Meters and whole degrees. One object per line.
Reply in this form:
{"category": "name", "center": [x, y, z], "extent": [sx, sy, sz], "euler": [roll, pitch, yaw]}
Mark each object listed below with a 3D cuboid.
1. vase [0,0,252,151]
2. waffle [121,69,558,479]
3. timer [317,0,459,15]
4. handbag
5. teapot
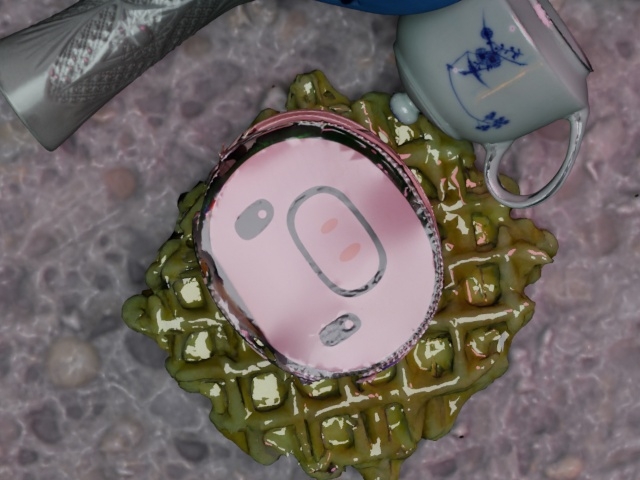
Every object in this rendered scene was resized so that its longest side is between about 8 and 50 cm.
{"category": "vase", "center": [-0.145, -0.167, 1.256], "extent": [0.219, 0.096, 0.096], "euler": [-33, 98, 0]}
{"category": "waffle", "center": [0.020, 0.036, 1.298], "extent": [0.297, 0.073, 0.317], "euler": [36, 95, -6]}
{"category": "timer", "center": [0.022, -0.340, 1.167], "extent": [0.309, 0.115, 0.340], "euler": [14, 80, 13]}
{"category": "handbag", "center": [0.000, 0.000, 1.206], "extent": [0.179, 0.116, 0.205], "euler": [-37, 90, -2]}
{"category": "teapot", "center": [0.117, -0.133, 1.244], "extent": [0.159, 0.159, 0.232], "euler": [-34, 88, 3]}
